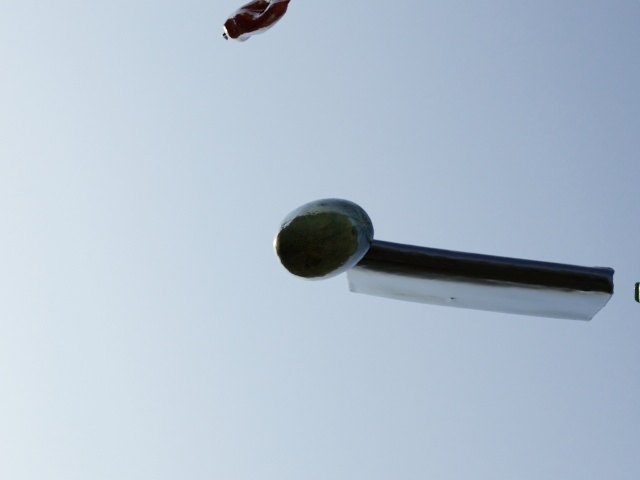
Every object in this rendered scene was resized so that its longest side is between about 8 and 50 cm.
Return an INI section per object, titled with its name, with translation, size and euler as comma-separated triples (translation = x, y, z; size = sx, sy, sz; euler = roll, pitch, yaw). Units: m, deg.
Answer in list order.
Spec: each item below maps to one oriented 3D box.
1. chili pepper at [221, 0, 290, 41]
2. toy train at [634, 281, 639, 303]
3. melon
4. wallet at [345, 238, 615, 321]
[chili pepper]
translation = -0.105, -0.337, 1.624
size = 0.050, 0.059, 0.191
euler = 40, -30, -25
[toy train]
translation = 0.416, -0.014, 1.046
size = 0.301, 0.120, 0.202
euler = -177, -91, -84
[melon]
translation = 0.000, 0.000, 1.531
size = 0.167, 0.114, 0.114
euler = -22, -75, 34
[wallet]
translation = 0.243, 0.061, 1.685
size = 0.406, 0.062, 0.228
euler = 6, -17, 6
